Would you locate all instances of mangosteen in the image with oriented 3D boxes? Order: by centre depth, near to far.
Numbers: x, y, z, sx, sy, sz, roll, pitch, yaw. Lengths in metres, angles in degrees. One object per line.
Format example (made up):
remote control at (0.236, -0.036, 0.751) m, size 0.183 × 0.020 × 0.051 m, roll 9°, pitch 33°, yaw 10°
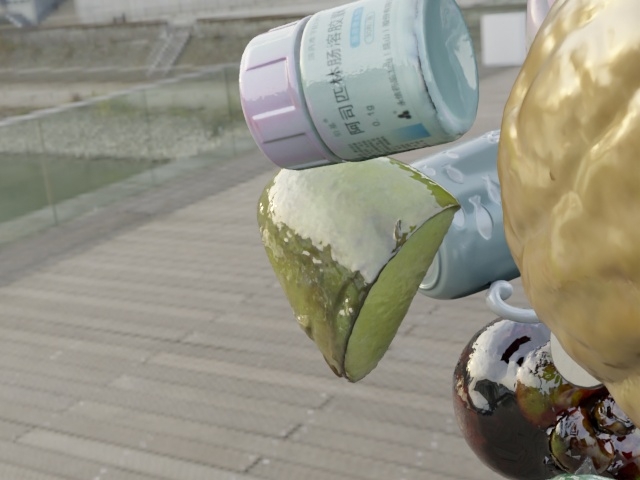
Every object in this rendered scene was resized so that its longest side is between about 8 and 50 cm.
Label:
mangosteen at (0.484, 0.322, 2.013) m, size 0.421 × 0.381 × 0.381 m, roll 1°, pitch 17°, yaw 39°

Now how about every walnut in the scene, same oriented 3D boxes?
walnut at (0.180, -0.030, 0.369) m, size 0.224 × 0.225 × 0.261 m, roll -10°, pitch -24°, yaw -14°

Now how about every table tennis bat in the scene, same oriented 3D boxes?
table tennis bat at (0.388, 0.103, 1.411) m, size 0.019 × 0.221 × 0.130 m, roll 9°, pitch -1°, yaw -40°

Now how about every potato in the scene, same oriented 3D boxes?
potato at (0.000, 0.000, 1.208) m, size 0.255 × 0.270 × 0.112 m, roll 41°, pitch 26°, yaw 32°

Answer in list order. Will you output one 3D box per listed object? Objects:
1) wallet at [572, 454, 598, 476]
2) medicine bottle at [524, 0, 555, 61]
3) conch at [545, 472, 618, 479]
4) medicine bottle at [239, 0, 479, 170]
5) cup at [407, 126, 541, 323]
wallet at (0.403, 0.463, 1.339) m, size 0.041 × 0.323 × 0.247 m, roll -19°, pitch -6°, yaw 24°
medicine bottle at (0.379, -0.286, 1.224) m, size 0.241 × 0.241 × 0.302 m, roll -3°, pitch -17°, yaw 9°
conch at (0.245, 0.323, 0.893) m, size 0.277 × 0.220 × 0.195 m, roll 12°, pitch -33°, yaw -39°
medicine bottle at (0.032, -0.133, 0.829) m, size 0.168 × 0.135 × 0.135 m, roll -10°, pitch 13°, yaw 30°
cup at (0.287, -0.005, 1.666) m, size 0.274 × 0.259 × 0.357 m, roll -20°, pitch 60°, yaw -21°
